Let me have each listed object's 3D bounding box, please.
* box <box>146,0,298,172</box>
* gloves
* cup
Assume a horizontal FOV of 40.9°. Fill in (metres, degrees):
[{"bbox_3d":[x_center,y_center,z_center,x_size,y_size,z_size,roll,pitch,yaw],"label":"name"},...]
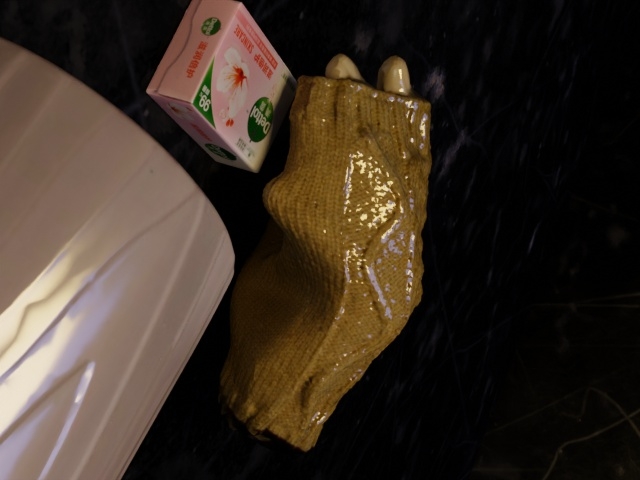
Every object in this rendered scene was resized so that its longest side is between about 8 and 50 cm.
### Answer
[{"bbox_3d":[-0.071,-0.119,0.666,0.089,0.043,0.125,-67,154,-10],"label":"box"},{"bbox_3d":[0.012,0.011,0.757,0.203,0.155,0.356,-112,-144,-77],"label":"gloves"},{"bbox_3d":[-0.207,0.049,0.353,0.288,0.208,0.273,42,62,-22],"label":"cup"}]
